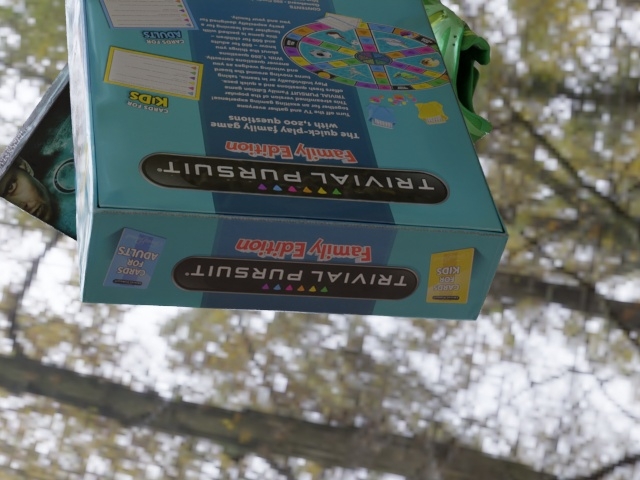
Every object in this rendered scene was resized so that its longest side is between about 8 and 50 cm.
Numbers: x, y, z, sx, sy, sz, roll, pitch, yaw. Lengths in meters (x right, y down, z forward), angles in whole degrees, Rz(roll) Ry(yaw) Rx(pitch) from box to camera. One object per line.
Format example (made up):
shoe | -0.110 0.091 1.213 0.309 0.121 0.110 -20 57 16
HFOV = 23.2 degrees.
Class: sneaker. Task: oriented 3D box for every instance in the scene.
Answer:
sneaker | 0.145 -0.240 1.899 0.109 0.123 0.296 14 -121 -61

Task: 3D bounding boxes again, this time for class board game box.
board game box | -0.040 -0.092 1.054 0.336 0.253 0.079 -102 21 -47
board game box | -0.192 -0.094 1.364 0.126 0.026 0.186 33 -85 -38
